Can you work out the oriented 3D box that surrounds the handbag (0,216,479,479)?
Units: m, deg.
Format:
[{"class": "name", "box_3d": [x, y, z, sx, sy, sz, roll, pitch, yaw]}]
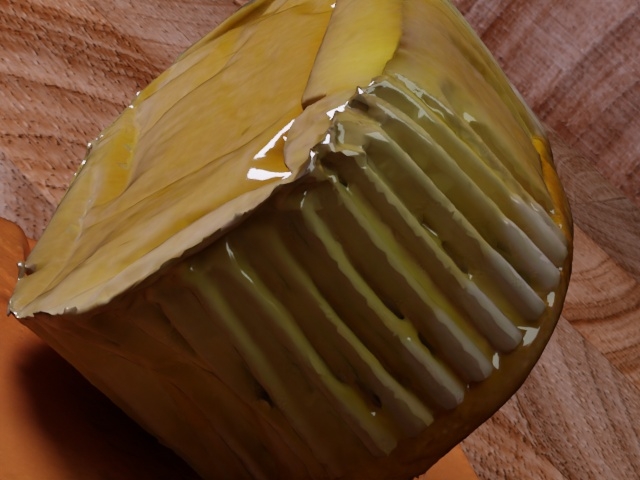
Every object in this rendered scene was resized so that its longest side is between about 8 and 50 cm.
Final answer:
[{"class": "handbag", "box_3d": [-0.076, 0.120, 0.760, 0.410, 0.116, 0.303, 29, 18, -32]}]

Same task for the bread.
[{"class": "bread", "box_3d": [0.000, 0.000, 0.736, 0.156, 0.204, 0.288, 52, 13, -18]}]
